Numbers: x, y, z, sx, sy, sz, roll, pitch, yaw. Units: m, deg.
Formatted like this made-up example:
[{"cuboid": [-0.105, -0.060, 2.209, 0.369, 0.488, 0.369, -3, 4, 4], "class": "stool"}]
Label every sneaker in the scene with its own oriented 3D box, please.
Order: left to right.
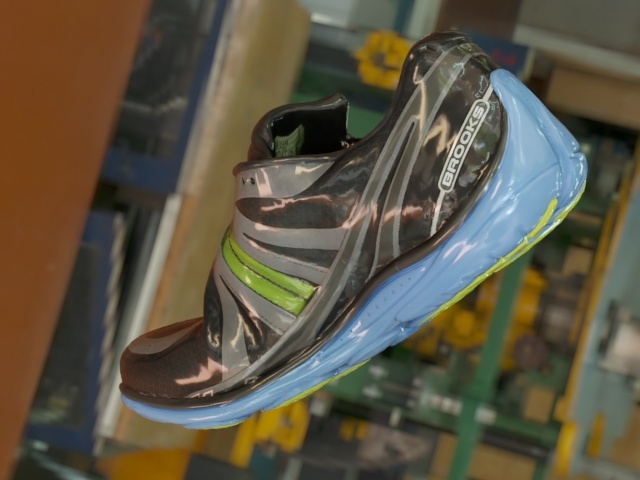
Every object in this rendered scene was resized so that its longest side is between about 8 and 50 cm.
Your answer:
[{"cuboid": [0.000, 0.000, 0.565, 0.067, 0.078, 0.188, -25, 170, -49], "class": "sneaker"}]
